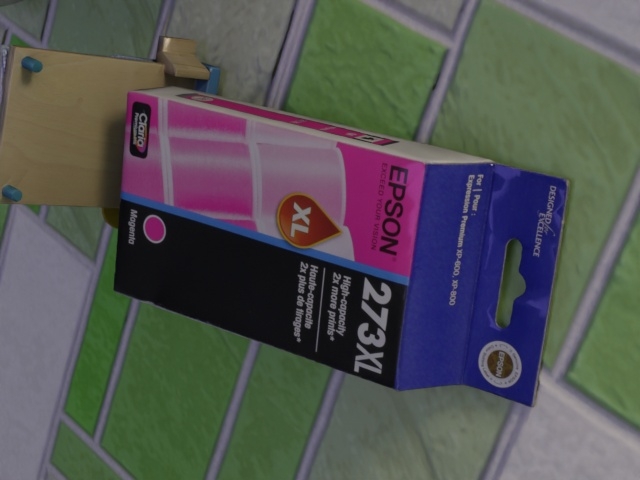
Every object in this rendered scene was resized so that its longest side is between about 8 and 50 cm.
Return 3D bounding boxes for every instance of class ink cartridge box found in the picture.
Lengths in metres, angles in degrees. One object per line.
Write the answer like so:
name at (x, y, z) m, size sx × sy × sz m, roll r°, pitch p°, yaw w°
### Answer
ink cartridge box at (0.000, 0.000, 1.052) m, size 0.371 × 0.069 × 0.175 m, roll 15°, pitch 107°, yaw 30°

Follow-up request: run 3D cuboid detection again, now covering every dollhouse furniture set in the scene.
dollhouse furniture set at (-0.256, -0.162, 1.156) m, size 0.198 × 0.286 × 0.303 m, roll 23°, pitch 108°, yaw 47°

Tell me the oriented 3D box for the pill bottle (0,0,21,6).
pill bottle at (-0.327, -0.331, 1.310) m, size 0.108 × 0.108 × 0.193 m, roll -35°, pitch 73°, yaw 40°
